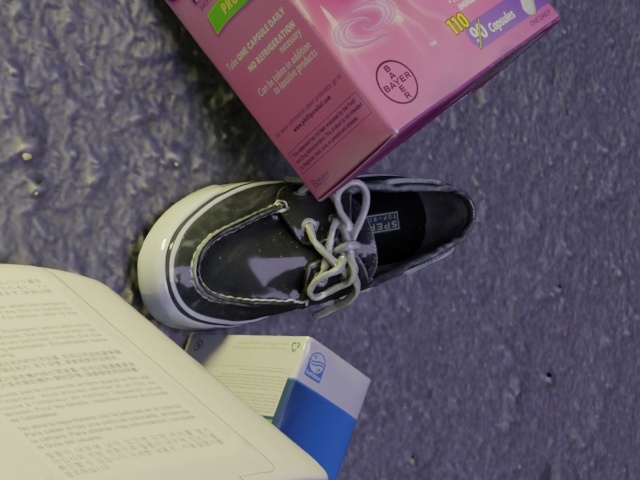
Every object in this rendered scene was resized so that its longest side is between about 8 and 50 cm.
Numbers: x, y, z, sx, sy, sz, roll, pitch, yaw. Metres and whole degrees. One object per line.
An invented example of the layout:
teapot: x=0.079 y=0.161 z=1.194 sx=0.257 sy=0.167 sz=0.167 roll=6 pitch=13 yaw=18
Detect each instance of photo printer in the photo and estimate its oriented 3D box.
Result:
photo printer: x=-0.179 y=0.113 z=0.996 sx=0.256 sy=0.307 sz=0.107 roll=-4 pitch=120 yaw=-46

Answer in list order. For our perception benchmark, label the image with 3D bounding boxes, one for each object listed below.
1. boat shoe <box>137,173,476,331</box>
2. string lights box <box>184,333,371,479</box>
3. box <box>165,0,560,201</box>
boat shoe: x=0.001 y=0.004 z=1.298 sx=0.306 sy=0.105 sz=0.113 roll=-7 pitch=93 yaw=-44
string lights box: x=-0.073 y=0.198 z=1.198 sx=0.077 sy=0.133 sz=0.260 roll=37 pitch=64 yaw=-38
box: x=0.020 y=-0.193 z=1.258 sx=0.213 sy=0.117 sz=0.243 roll=-36 pitch=87 yaw=-39
